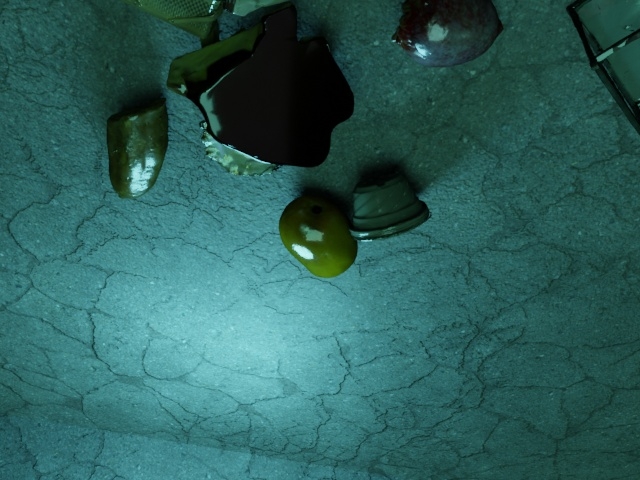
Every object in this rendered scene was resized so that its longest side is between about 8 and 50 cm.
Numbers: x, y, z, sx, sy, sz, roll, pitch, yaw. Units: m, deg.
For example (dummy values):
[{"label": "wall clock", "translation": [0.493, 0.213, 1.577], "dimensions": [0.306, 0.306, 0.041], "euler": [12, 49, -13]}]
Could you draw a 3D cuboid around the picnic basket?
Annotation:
[{"label": "picnic basket", "translation": [-0.309, -0.563, 1.360], "dimensions": [0.266, 0.165, 0.139], "euler": [22, 157, -14]}]

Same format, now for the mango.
[{"label": "mango", "translation": [0.000, 0.000, 1.896], "dimensions": [0.211, 0.173, 0.317], "euler": [-3, 143, 19]}]

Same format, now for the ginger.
[{"label": "ginger", "translation": [-0.123, -0.382, 1.548], "dimensions": [0.413, 0.211, 0.358], "euler": [28, 112, -30]}]

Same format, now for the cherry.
[{"label": "cherry", "translation": [0.284, -0.471, 1.414], "dimensions": [0.249, 0.175, 0.192], "euler": [3, 108, -15]}]

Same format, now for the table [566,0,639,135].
[{"label": "table", "translation": [0.721, -0.378, 1.379], "dimensions": [0.222, 0.272, 0.335], "euler": [-32, 123, 31]}]

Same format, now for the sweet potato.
[{"label": "sweet potato", "translation": [-0.490, -0.227, 1.747], "dimensions": [0.157, 0.158, 0.370], "euler": [13, 134, -6]}]

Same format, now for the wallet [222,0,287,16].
[{"label": "wallet", "translation": [-0.077, -0.611, 1.286], "dimensions": [0.274, 0.068, 0.335], "euler": [-21, 144, -37]}]

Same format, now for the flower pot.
[{"label": "flower pot", "translation": [0.174, -0.101, 1.769], "dimensions": [0.235, 0.235, 0.141], "euler": [-11, 107, 16]}]

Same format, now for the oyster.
[{"label": "oyster", "translation": [-0.184, -0.262, 1.724], "dimensions": [0.259, 0.092, 0.198], "euler": [2, 135, 17]}]
